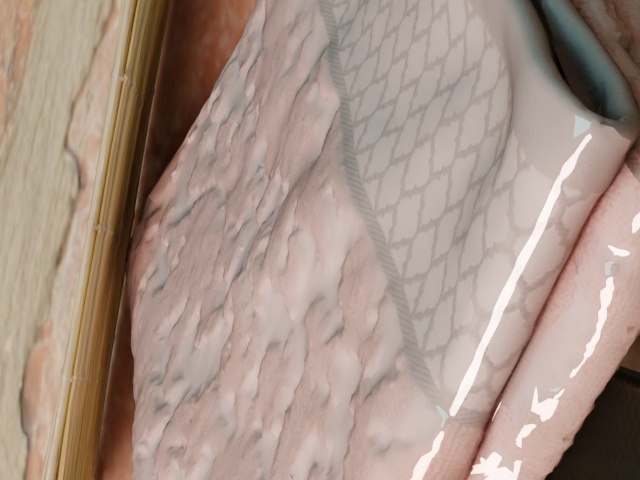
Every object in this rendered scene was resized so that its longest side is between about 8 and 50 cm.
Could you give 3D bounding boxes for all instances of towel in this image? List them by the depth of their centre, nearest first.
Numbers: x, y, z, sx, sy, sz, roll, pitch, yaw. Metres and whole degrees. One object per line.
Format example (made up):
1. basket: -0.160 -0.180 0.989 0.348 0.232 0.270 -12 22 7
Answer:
1. towel: 0.000 0.000 0.565 0.332 0.053 0.317 -100 31 -52

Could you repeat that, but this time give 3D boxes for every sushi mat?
1. sushi mat: -0.100 -0.008 0.753 0.151 0.019 0.317 -160 80 -86

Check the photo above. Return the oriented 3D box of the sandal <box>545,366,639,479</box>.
1. sandal: 0.145 0.110 0.429 0.302 0.086 0.120 11 86 38
